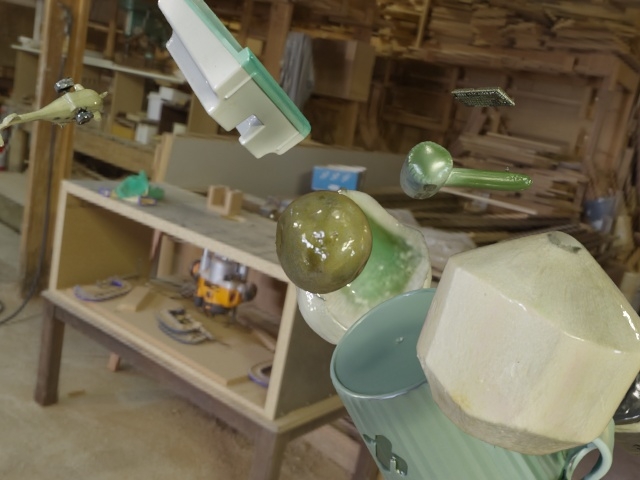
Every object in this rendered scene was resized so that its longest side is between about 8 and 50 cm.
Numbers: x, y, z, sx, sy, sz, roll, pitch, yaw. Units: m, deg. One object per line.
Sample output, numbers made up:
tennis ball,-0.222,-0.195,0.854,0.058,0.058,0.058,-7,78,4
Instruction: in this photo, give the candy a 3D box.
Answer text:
candy,0.095,0.087,1.750,0.386,0.186,0.427,33,51,-5

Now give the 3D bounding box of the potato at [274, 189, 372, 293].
potato,0.000,0.000,1.202,0.160,0.178,0.235,45,-3,-34

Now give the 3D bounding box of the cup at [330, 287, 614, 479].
cup,0.257,0.292,1.158,0.400,0.392,0.310,-27,25,9

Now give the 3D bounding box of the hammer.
hammer,0.376,-0.168,1.728,0.335,0.119,0.206,4,-8,0

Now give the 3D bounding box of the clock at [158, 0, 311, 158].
clock,-0.156,-0.276,1.150,0.231,0.116,0.262,51,4,26

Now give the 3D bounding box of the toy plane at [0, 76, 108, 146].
toy plane,-0.521,-0.249,1.311,0.108,0.092,0.286,-28,8,25

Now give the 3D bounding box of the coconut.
coconut,0.229,0.100,0.727,0.241,0.241,0.241,11,13,-3

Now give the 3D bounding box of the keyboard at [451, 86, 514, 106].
keyboard,0.289,-0.255,1.207,0.049,0.015,0.129,36,-7,-27

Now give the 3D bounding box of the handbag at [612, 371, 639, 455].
handbag,0.625,0.284,1.356,0.181,0.181,0.254,38,41,-29
